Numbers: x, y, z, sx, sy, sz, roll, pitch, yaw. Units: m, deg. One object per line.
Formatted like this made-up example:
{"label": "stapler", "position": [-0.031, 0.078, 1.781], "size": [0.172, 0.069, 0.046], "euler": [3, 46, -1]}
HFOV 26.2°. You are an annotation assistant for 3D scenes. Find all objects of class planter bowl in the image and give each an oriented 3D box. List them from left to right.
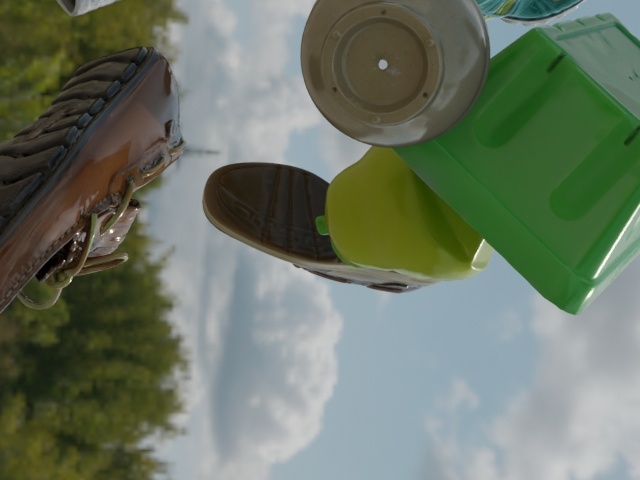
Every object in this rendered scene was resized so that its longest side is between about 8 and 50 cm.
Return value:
{"label": "planter bowl", "position": [0.056, -0.149, 1.124], "size": [0.109, 0.162, 0.162], "euler": [-54, 151, -75]}

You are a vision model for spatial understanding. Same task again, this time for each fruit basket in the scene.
{"label": "fruit basket", "position": [0.183, -0.048, 1.389], "size": [0.283, 0.392, 0.392], "euler": [45, -28, 10]}

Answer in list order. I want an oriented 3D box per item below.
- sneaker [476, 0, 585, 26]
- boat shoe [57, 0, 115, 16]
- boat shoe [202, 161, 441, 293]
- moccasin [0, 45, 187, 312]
{"label": "sneaker", "position": [0.244, -0.335, 1.785], "size": [0.110, 0.275, 0.107], "euler": [143, -65, -76]}
{"label": "boat shoe", "position": [-0.208, -0.261, 0.965], "size": [0.226, 0.076, 0.083], "euler": [52, -33, 1]}
{"label": "boat shoe", "position": [0.000, 0.000, 1.709], "size": [0.123, 0.342, 0.123], "euler": [-40, -136, 53]}
{"label": "moccasin", "position": [-0.214, -0.028, 1.149], "size": [0.380, 0.139, 0.147], "euler": [-66, 138, -59]}
